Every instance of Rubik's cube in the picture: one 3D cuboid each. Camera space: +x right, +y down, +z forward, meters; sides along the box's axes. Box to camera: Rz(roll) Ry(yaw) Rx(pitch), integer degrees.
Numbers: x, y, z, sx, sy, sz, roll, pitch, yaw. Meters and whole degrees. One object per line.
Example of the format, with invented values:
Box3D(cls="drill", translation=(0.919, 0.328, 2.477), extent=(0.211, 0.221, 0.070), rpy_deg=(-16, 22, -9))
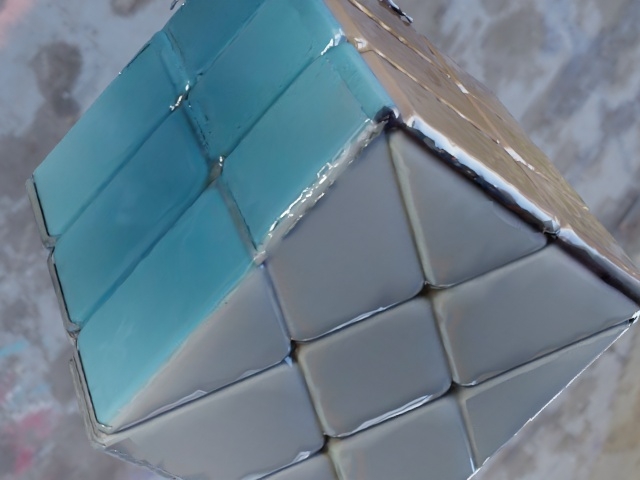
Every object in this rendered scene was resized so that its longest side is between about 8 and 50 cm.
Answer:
Box3D(cls="Rubik's cube", translation=(0.000, 0.000, 0.824), extent=(0.221, 0.225, 0.231), rpy_deg=(32, 109, -37))
